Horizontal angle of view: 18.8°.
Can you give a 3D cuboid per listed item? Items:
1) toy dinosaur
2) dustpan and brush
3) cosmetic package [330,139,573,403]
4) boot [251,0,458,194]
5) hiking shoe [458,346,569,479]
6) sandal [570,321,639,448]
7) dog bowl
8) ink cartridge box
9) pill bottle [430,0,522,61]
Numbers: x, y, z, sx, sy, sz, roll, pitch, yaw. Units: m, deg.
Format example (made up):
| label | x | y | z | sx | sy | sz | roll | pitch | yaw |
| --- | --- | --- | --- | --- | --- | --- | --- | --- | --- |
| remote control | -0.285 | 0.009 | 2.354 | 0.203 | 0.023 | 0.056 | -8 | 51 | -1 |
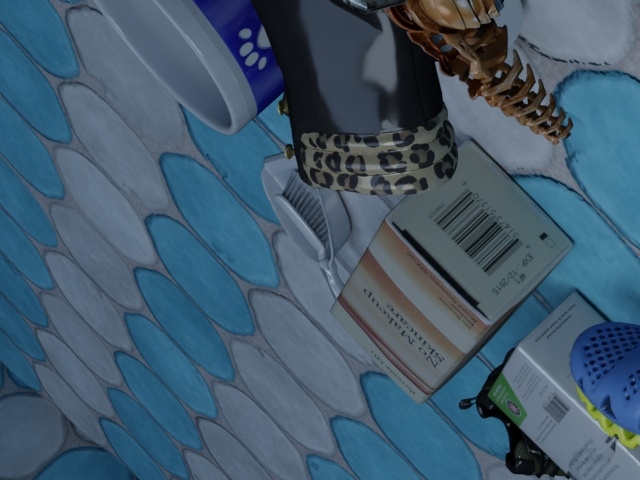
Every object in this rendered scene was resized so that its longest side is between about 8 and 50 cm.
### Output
| label | x | y | z | sx | sy | sz | roll | pitch | yaw |
| --- | --- | --- | --- | --- | --- | --- | --- | --- | --- |
| toy dinosaur | 0.100 | -0.217 | 1.411 | 0.164 | 0.218 | 0.322 | 30 | 152 | 39 |
| dustpan and brush | 0.000 | 0.000 | 2.219 | 0.211 | 0.060 | 0.147 | 53 | 159 | -11 |
| cosmetic package | 0.124 | 0.040 | 1.942 | 0.153 | 0.129 | 0.296 | 45 | 160 | 8 |
| boot | -0.023 | -0.203 | 1.640 | 0.377 | 0.138 | 0.284 | 19 | 130 | 51 |
| hiking shoe | 0.252 | 0.222 | 2.025 | 0.227 | 0.114 | 0.086 | 43 | 159 | 15 |
| sandal | 0.354 | 0.133 | 1.674 | 0.317 | 0.126 | 0.138 | 21 | 144 | 36 |
| dog bowl | -0.136 | -0.239 | 1.956 | 0.265 | 0.104 | 0.265 | 46 | 169 | 12 |
| ink cartridge box | 0.284 | 0.178 | 1.912 | 0.219 | 0.092 | 0.160 | 44 | 160 | 11 |
| pill bottle | 0.107 | -0.191 | 1.643 | 0.137 | 0.078 | 0.078 | 10 | 137 | 59 |
